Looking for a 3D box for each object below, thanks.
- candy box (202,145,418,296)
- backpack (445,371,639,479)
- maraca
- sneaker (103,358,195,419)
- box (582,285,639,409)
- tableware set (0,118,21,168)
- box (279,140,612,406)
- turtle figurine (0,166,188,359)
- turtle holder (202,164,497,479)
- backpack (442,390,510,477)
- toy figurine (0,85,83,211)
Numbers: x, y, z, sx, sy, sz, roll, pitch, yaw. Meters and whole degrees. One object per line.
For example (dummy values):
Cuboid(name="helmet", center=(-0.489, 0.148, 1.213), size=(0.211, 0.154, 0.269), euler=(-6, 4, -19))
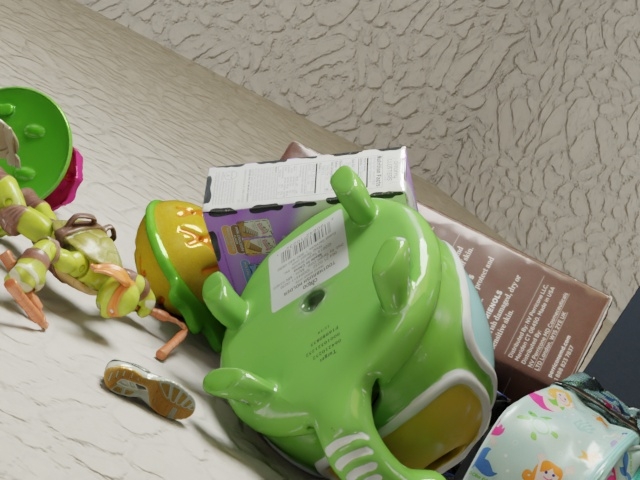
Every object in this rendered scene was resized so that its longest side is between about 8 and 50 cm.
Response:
Cuboid(name="candy box", center=(0.000, 0.000, 1.649), size=(0.196, 0.165, 0.070), euler=(-6, 43, 8))
Cuboid(name="backpack", center=(0.177, 0.226, 1.289), size=(0.191, 0.225, 0.253), euler=(30, 11, 24))
Cuboid(name="maraca", center=(-0.133, 0.034, 1.722), size=(0.127, 0.099, 0.186), euler=(39, 23, -44))
Cuboid(name="sneaker", center=(-0.141, 0.120, 1.414), size=(0.083, 0.032, 0.037), euler=(29, 9, -17))
Cuboid(name="box", center=(0.374, 0.214, 1.613), size=(0.312, 0.343, 0.179), euler=(20, 15, -48))
Cuboid(name="tableware set", center=(-0.367, -0.099, 1.634), size=(0.168, 0.020, 0.141), euler=(27, -34, -1))
Cuboid(name="box", center=(0.100, 0.065, 1.824), size=(0.381, 0.143, 0.191), euler=(28, -27, 10))
Cuboid(name="turtle figurine", center=(-0.236, 0.008, 1.533), size=(0.217, 0.087, 0.269), euler=(36, 10, 29))
Cuboid(name="turtle holder", center=(0.057, 0.109, 1.485), size=(0.227, 0.243, 0.320), euler=(45, -8, -31))
Cuboid(name="backpack", center=(0.118, 0.182, 1.716), size=(0.114, 0.105, 0.084), euler=(19, 2, -28))
Cuboid(name="toy figurine", center=(-0.320, -0.081, 1.780), size=(0.173, 0.130, 0.159), euler=(8, -10, 11))
